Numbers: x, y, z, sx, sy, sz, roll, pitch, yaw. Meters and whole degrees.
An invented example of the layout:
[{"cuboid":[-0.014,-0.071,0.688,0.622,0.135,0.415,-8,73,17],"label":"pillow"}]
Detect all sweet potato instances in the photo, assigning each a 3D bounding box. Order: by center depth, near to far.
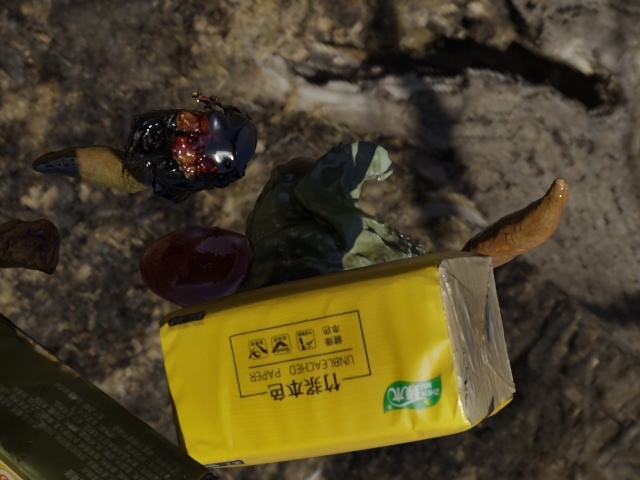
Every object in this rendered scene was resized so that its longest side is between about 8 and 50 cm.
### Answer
[{"cuboid":[0.262,0.001,1.520,0.072,0.066,0.314,-13,165,-34],"label":"sweet potato"},{"cuboid":[-0.419,-0.150,2.153,0.124,0.310,0.098,55,39,-73],"label":"sweet potato"}]

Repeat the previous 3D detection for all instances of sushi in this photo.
[{"cuboid":[-0.175,-0.141,1.576,0.172,0.151,0.153,34,62,-61],"label":"sushi"}]

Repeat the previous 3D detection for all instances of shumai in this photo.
[{"cuboid":[0.000,0.000,1.961,0.395,0.348,0.395,-9,155,-4],"label":"shumai"}]

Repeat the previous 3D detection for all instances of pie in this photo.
[{"cuboid":[-0.416,0.007,1.479,0.034,0.170,0.092,46,54,-44],"label":"pie"}]

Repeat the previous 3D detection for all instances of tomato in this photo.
[{"cuboid":[-0.192,0.051,1.666,0.174,0.166,0.082,-42,-146,35],"label":"tomato"}]

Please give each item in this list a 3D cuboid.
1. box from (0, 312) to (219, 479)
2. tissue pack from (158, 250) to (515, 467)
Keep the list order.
[{"cuboid":[-0.274,0.328,1.202,0.138,0.420,0.372,-34,135,-34],"label":"box"},{"cuboid":[0.032,0.153,1.368,0.382,0.228,0.293,-14,175,21],"label":"tissue pack"}]
